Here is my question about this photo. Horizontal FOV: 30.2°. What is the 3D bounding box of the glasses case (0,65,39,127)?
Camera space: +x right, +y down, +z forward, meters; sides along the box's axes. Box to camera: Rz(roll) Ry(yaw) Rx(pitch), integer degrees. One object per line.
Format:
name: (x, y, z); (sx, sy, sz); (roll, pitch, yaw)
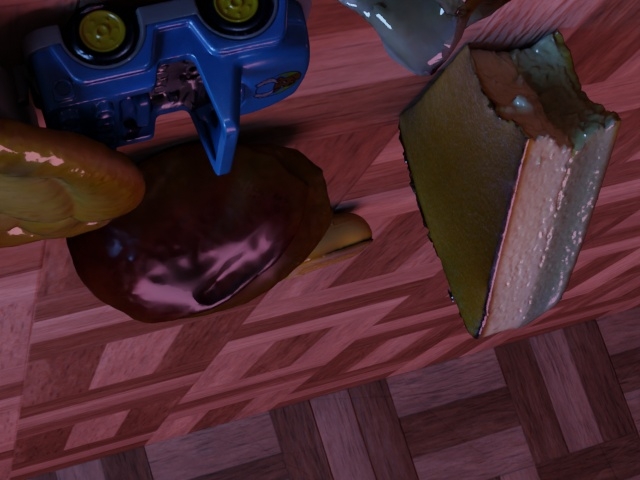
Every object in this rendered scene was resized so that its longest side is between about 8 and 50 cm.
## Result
glasses case: (-0.225, -0.084, 0.710); (0.074, 0.049, 0.193); (-12, 166, 1)

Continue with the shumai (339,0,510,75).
shumai: (0.018, -0.145, 0.488); (0.183, 0.185, 0.218); (-16, 167, -9)

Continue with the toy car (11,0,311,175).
toy car: (-0.091, -0.094, 0.741); (0.191, 0.100, 0.097); (-16, 167, -13)

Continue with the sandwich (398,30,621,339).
sandwich: (0.169, -0.048, 1.007); (0.108, 0.220, 0.186); (-10, 165, -24)

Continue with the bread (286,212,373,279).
bread: (0.000, 0.000, 1.335); (0.115, 0.056, 0.082); (-19, 169, -26)

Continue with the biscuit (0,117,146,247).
biscuit: (-0.227, -0.034, 0.715); (0.203, 0.041, 0.260); (-7, 167, 31)

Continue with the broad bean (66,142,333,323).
broad bean: (-0.102, -0.013, 1.017); (0.228, 0.156, 0.122); (-21, -150, -17)
